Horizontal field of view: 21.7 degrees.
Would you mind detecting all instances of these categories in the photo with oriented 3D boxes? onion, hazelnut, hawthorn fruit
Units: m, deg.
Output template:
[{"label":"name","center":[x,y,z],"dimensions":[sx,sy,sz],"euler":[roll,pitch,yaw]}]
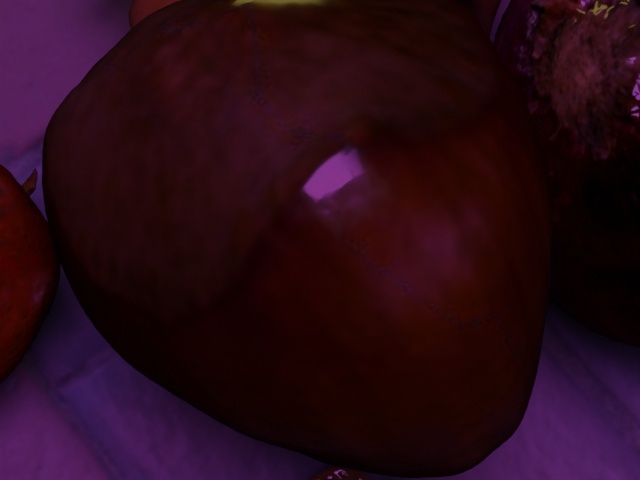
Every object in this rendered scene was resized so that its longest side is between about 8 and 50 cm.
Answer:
[{"label":"onion","center":[0.321,-0.079,1.238],"dimensions":[0.385,0.348,0.348],"euler":[12,65,-39]},{"label":"hazelnut","center":[-0.002,-0.007,1.133],"dimensions":[0.365,0.366,0.366],"euler":[1,71,-2]},{"label":"hawthorn fruit","center":[-0.271,0.016,1.233],"dimensions":[0.179,0.179,0.200],"euler":[36,52,10]}]

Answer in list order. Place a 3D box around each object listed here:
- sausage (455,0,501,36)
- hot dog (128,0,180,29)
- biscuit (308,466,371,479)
[{"label":"sausage","center":[0.136,-0.240,1.378],"dimensions":[0.087,0.079,0.327],"euler":[22,70,6]},{"label":"hot dog","center":[-0.031,-0.165,1.283],"dimensions":[0.326,0.194,0.107],"euler":[5,96,33]},{"label":"biscuit","center":[-0.047,0.291,1.202],"dimensions":[0.202,0.044,0.289],"euler":[38,72,10]}]
